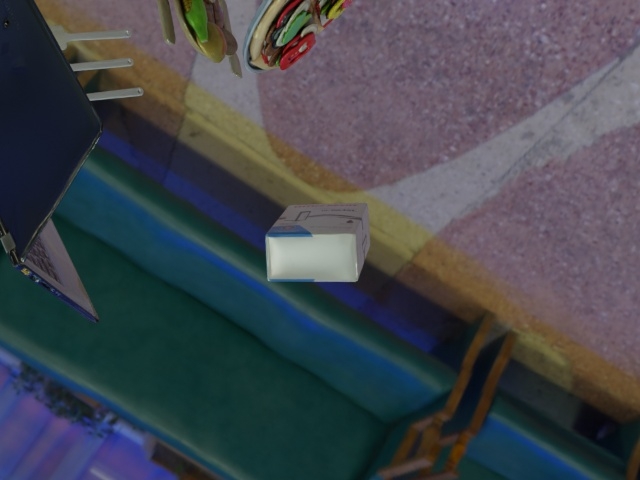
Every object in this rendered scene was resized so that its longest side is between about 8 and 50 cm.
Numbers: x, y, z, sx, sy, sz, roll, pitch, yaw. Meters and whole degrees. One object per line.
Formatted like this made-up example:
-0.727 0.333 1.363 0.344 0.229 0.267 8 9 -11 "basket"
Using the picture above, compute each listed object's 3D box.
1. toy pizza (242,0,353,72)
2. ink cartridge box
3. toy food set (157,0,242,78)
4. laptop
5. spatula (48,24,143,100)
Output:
-0.006 -0.255 0.981 0.032 0.201 0.201 44 153 8 "toy pizza"
0.000 0.000 1.512 0.148 0.203 0.085 -1 106 9 "ink cartridge box"
-0.141 -0.285 1.144 0.039 0.132 0.192 -15 172 21 "toy food set"
-0.421 -0.139 1.424 0.382 0.236 0.408 57 178 28 "laptop"
-0.455 -0.334 1.752 0.019 0.242 0.168 -8 96 42 "spatula"
